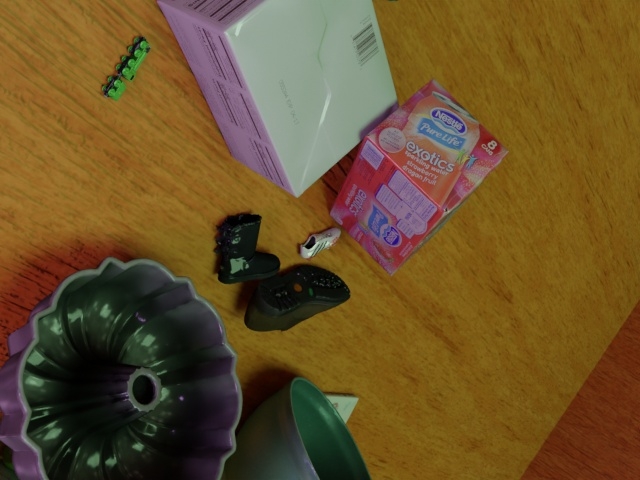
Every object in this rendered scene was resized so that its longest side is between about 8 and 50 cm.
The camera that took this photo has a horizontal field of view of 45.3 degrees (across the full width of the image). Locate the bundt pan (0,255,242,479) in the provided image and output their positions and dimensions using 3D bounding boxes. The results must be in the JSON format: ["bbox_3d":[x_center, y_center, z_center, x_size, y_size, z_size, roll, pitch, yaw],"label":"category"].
[{"bbox_3d":[-0.255,0.192,0.957,0.330,0.124,0.331,22,60,-45],"label":"bundt pan"}]

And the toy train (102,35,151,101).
[{"bbox_3d":[-0.225,-0.200,0.896,0.083,0.017,0.023,-56,152,-1],"label":"toy train"}]

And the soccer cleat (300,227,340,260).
[{"bbox_3d":[0.000,0.000,1.265,0.083,0.029,0.036,-35,141,-20],"label":"soccer cleat"}]

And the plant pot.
[{"bbox_3d":[-0.053,0.412,1.319,0.196,0.293,0.293,-31,142,9],"label":"plant pot"}]

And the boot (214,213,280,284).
[{"bbox_3d":[-0.104,0.008,1.148,0.121,0.045,0.099,-13,121,-40],"label":"boot"}]

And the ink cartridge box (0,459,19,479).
[{"bbox_3d":[-0.349,0.430,0.895,0.160,0.384,0.279,-44,140,-17],"label":"ink cartridge box"}]

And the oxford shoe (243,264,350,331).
[{"bbox_3d":[-0.041,0.099,1.264,0.227,0.083,0.096,-6,142,-47],"label":"oxford shoe"}]

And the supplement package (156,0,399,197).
[{"bbox_3d":[-0.041,-0.231,0.967,0.204,0.145,0.262,-42,140,-17],"label":"supplement package"}]

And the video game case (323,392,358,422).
[{"bbox_3d":[-0.002,0.374,1.525,0.143,0.019,0.157,18,101,-51],"label":"video game case"}]

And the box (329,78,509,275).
[{"bbox_3d":[0.135,-0.081,1.149,0.142,0.154,0.300,-41,171,-19],"label":"box"}]

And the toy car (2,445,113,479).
[{"bbox_3d":[-0.301,0.273,1.052,0.188,0.148,0.155,-55,133,-22],"label":"toy car"}]
